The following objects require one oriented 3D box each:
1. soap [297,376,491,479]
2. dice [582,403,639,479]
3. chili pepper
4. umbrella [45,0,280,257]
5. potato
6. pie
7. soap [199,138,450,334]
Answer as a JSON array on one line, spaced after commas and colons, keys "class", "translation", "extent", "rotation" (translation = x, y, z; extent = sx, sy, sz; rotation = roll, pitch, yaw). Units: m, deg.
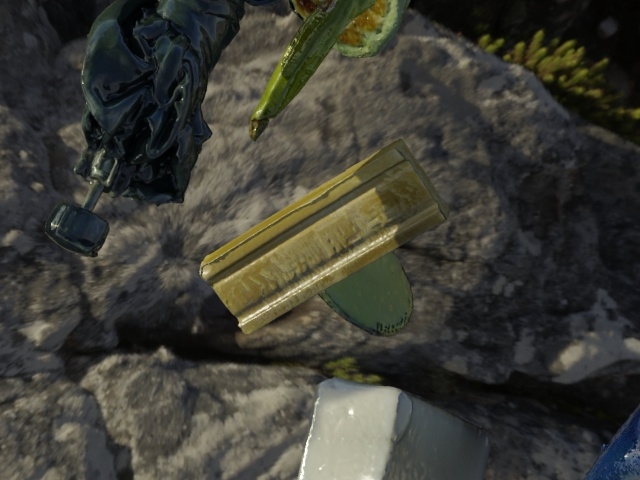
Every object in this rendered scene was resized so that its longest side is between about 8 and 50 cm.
[{"class": "soap", "translation": [0.049, 0.161, 0.581], "extent": [0.064, 0.183, 0.121], "rotation": [5, 74, 27]}, {"class": "dice", "translation": [0.332, 0.222, 0.845], "extent": [0.146, 0.146, 0.143], "rotation": [35, 45, 24]}, {"class": "chili pepper", "translation": [-0.011, -0.185, 0.891], "extent": [0.043, 0.049, 0.208], "rotation": [40, 93, -14]}, {"class": "umbrella", "translation": [-0.131, -0.146, 0.785], "extent": [0.143, 0.094, 0.348], "rotation": [31, 74, -22]}, {"class": "potato", "translation": [0.035, 0.044, 1.140], "extent": [0.198, 0.054, 0.119], "rotation": [32, 66, -35]}, {"class": "pie", "translation": [0.034, -0.377, 1.372], "extent": [0.240, 0.240, 0.054], "rotation": [50, 59, -5]}, {"class": "soap", "translation": [0.000, 0.000, 0.937], "extent": [0.252, 0.037, 0.092], "rotation": [-30, 102, 18]}]
